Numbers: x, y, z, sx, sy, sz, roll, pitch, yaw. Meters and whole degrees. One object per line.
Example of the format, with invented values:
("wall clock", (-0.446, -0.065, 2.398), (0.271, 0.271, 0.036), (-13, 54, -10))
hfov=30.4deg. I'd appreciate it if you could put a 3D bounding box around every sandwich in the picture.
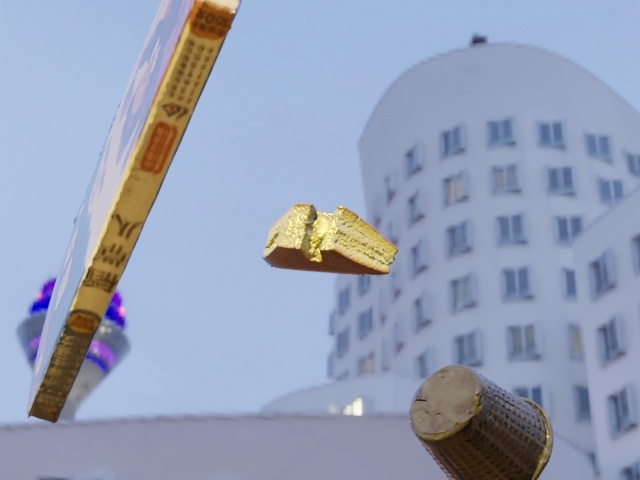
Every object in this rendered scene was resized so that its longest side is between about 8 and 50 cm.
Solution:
("sandwich", (0.000, 0.000, 1.902), (0.244, 0.090, 0.088), (6, -36, 26))

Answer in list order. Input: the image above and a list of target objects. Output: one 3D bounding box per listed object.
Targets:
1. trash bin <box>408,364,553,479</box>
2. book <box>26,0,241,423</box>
("trash bin", (0.211, 0.264, 1.651), (0.175, 0.175, 0.161), (-23, -48, 33))
("book", (-0.158, -0.087, 1.018), (0.039, 0.300, 0.428), (19, -57, -16))
